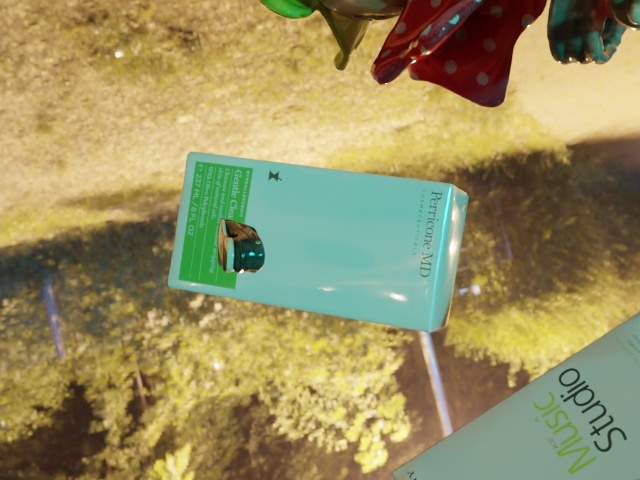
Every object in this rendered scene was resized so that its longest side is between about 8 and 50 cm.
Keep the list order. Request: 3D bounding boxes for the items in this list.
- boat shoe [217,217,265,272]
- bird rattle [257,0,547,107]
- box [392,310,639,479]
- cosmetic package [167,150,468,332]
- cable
[{"bbox_3d":[-0.086,0.006,0.892,0.042,0.049,0.133,-1,-168,-14],"label":"boat shoe"},{"bbox_3d":[0.036,-0.201,0.534,0.143,0.207,0.253,3,-169,-28],"label":"bird rattle"},{"bbox_3d":[0.248,0.239,0.819,0.322,0.232,0.058,-36,129,7],"label":"box"},{"bbox_3d":[0.000,0.000,1.152,0.365,0.197,0.155,7,179,18],"label":"cosmetic package"},{"bbox_3d":[0.193,-0.167,0.456,0.072,0.139,0.287,24,-151,23],"label":"cable"}]
